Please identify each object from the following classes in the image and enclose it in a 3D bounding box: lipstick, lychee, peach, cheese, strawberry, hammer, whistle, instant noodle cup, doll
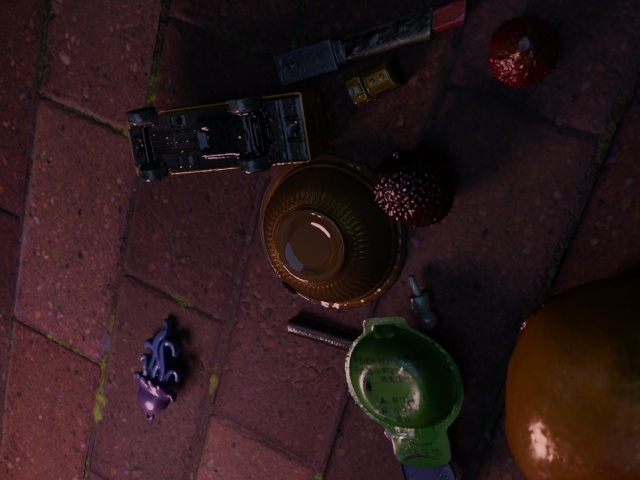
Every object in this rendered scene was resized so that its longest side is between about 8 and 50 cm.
[{"bbox_3d":[0.078,-0.295,1.242,0.312,0.051,0.051,-11,98,27],"label":"lipstick"},{"bbox_3d":[0.142,-0.079,1.236,0.123,0.123,0.129,-39,92,30],"label":"lychee"},{"bbox_3d":[0.407,0.201,1.072,0.373,0.290,0.372,-18,66,46],"label":"peach"},{"bbox_3d":[0.143,0.267,1.340,0.204,0.083,0.320,-8,109,30],"label":"cheese"},{"bbox_3d":[0.275,-0.256,1.131,0.106,0.106,0.106,8,109,24],"label":"strawberry"},{"bbox_3d":[0.078,0.184,1.403,0.297,0.027,0.125,15,112,22],"label":"hammer"},{"bbox_3d":[0.163,0.102,1.330,0.035,0.035,0.100,-18,96,29],"label":"whistle"},{"bbox_3d":[0.000,0.000,1.348,0.274,0.091,0.274,8,109,23],"label":"instant noodle cup"},{"bbox_3d":[-0.309,0.251,1.594,0.110,0.067,0.206,22,104,34],"label":"doll"}]

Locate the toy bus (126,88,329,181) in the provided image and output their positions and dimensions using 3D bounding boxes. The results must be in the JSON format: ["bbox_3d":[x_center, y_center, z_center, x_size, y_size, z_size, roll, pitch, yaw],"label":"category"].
[{"bbox_3d":[-0.156,-0.174,1.350,0.336,0.123,0.121,-2,106,27],"label":"toy bus"}]

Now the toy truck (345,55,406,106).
[{"bbox_3d":[0.080,-0.239,1.254,0.083,0.054,0.049,-22,95,30],"label":"toy truck"}]

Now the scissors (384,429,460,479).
[{"bbox_3d":[0.198,0.363,1.401,0.110,0.021,0.212,-40,86,27],"label":"scissors"}]
